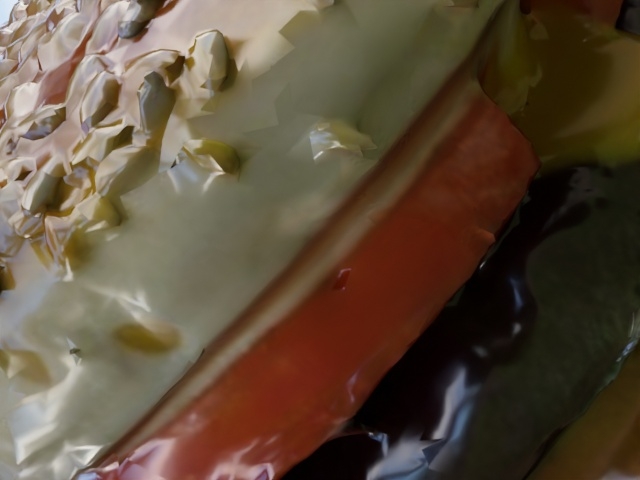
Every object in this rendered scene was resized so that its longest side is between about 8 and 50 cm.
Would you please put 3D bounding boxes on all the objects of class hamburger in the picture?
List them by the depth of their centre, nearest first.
[{"bbox_3d":[0.000,0.000,0.604,0.250,0.330,0.330,43,-138,-19],"label":"hamburger"}]
